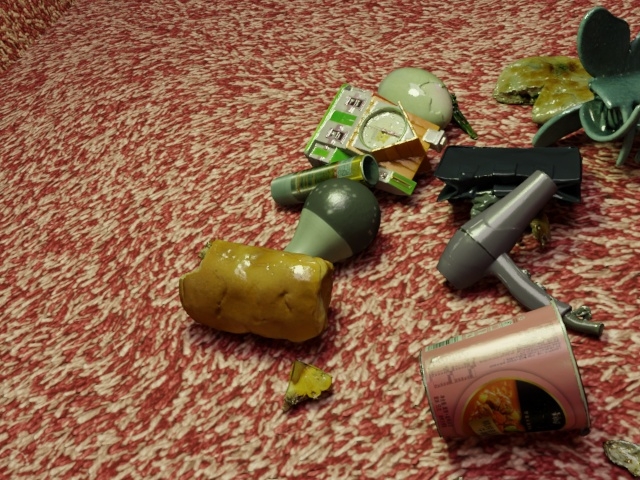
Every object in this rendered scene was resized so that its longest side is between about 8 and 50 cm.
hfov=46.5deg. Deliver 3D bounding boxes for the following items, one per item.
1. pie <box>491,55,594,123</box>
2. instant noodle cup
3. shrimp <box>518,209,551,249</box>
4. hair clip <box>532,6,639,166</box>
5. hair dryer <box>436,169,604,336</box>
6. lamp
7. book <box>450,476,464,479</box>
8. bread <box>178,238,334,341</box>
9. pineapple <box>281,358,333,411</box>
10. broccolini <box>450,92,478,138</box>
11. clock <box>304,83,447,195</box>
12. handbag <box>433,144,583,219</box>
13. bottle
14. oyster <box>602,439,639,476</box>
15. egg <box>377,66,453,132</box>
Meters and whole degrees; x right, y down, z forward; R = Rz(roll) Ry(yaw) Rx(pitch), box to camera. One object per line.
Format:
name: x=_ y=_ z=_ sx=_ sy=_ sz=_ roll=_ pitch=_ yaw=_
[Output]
pie: x=0.653 y=-0.426 z=2.059 sx=0.338 sy=0.075 sz=0.337 roll=-8 pitch=40 yaw=6
instant noodle cup: x=0.314 y=0.241 z=1.301 sx=0.255 sy=0.244 sz=0.244 roll=-16 pitch=40 yaw=11
shrimp: x=0.465 y=-0.027 z=1.674 sx=0.095 sy=0.045 sz=0.162 roll=-7 pitch=34 yaw=8
hair clip: x=0.742 y=-0.328 z=1.768 sx=0.318 sy=0.392 sz=0.238 roll=-12 pitch=48 yaw=-24
hair dryer: x=0.447 y=0.056 z=1.525 sx=0.301 sy=0.121 sz=0.361 roll=-44 pitch=62 yaw=4
lamp: x=0.017 y=0.006 z=1.709 sx=0.182 sy=0.182 sz=0.314 roll=24 pitch=84 yaw=36
book: x=0.182 y=0.528 z=1.140 sx=0.217 sy=0.021 sz=0.310 roll=-18 pitch=41 yaw=-6
bread: x=-0.139 y=0.105 z=1.581 sx=0.344 sy=0.149 sz=0.195 roll=6 pitch=87 yaw=22
pineapple: x=-0.041 y=0.280 z=1.450 sx=0.114 sy=0.077 sz=0.114 roll=17 pitch=62 yaw=36
broccolini: x=0.382 y=-0.348 z=2.057 sx=0.074 sy=0.058 sz=0.201 roll=-28 pitch=41 yaw=-6
clock: x=0.153 y=-0.249 z=1.892 sx=0.309 sy=0.166 sz=0.235 roll=21 pitch=75 yaw=29
handbag: x=0.436 y=-0.137 z=1.731 sx=0.326 sy=0.118 sz=0.269 roll=2 pitch=23 yaw=19
bottle: x=0.005 y=-0.145 z=1.844 sx=0.286 sy=0.082 sz=0.082 roll=-10 pitch=36 yaw=36
oyster: x=0.509 y=0.359 z=1.244 sx=0.083 sy=0.019 sz=0.054 roll=28 pitch=57 yaw=35
egg: x=0.263 y=-0.366 z=2.021 sx=0.183 sy=0.183 sz=0.217 roll=-29 pitch=56 yaw=-17
